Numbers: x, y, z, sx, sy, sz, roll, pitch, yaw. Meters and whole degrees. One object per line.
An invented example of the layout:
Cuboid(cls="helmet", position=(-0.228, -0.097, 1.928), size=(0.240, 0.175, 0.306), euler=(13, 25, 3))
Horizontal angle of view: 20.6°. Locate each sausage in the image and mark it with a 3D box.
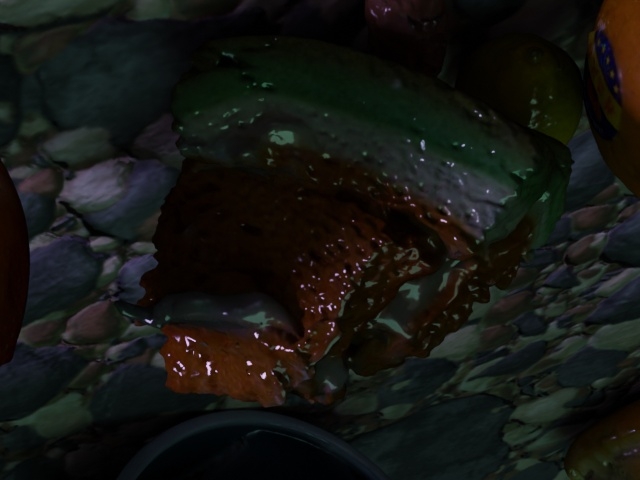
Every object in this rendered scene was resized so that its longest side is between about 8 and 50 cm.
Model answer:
Cuboid(cls="sausage", position=(0.035, -0.074, 0.845), size=(0.042, 0.036, 0.158), euler=(19, 151, 4))

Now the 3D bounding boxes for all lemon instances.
Cuboid(cls="lemon", position=(0.097, -0.068, 0.866), size=(0.065, 0.065, 0.092), euler=(-15, 162, -12))

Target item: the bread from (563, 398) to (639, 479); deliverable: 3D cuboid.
Cuboid(cls="bread", position=(0.321, 0.159, 1.383), size=(0.245, 0.121, 0.174), euler=(-31, 143, 28))

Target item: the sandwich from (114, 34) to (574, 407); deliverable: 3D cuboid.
Cuboid(cls="sandwich", position=(0.009, 0.001, 0.790), size=(0.184, 0.160, 0.109), euler=(12, 170, 10))

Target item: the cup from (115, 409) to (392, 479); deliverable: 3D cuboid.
Cuboid(cls="cup", position=(-0.124, 0.302, 1.188), size=(0.331, 0.257, 0.311), euler=(-2, 149, -36))

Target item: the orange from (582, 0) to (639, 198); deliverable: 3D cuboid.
Cuboid(cls="orange", position=(0.208, -0.082, 0.817), size=(0.177, 0.155, 0.178), euler=(-10, 149, -6))

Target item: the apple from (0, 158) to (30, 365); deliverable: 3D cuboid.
Cuboid(cls="apple", position=(-0.195, 0.013, 0.709), size=(0.163, 0.163, 0.139), euler=(-20, 142, -1))
